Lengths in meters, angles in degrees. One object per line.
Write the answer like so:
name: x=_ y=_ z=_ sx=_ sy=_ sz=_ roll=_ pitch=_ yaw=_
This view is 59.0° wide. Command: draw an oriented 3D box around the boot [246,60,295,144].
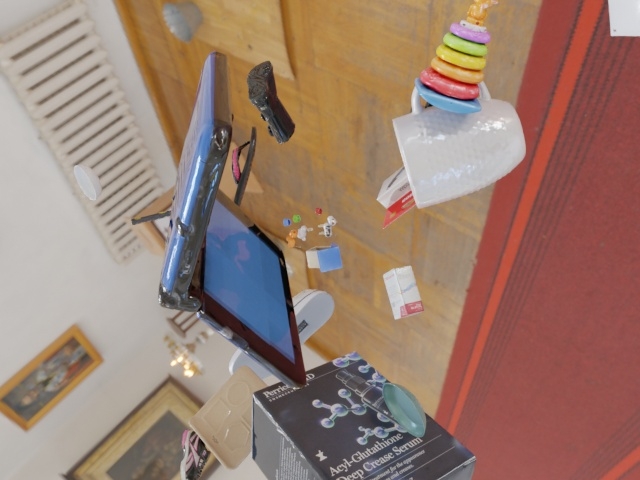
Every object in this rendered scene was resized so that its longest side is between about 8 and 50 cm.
boot: x=-0.165 y=-0.469 z=1.935 sx=0.094 sy=0.246 sz=0.207 roll=-19 pitch=134 yaw=16

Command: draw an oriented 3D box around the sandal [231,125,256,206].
sandal: x=-0.153 y=-0.133 z=1.064 sx=0.040 sy=0.179 sz=0.067 roll=15 pitch=176 yaw=-4

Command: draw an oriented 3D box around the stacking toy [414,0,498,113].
stacking toy: x=0.366 y=-0.492 z=1.432 sx=0.175 sy=0.165 sz=0.301 roll=14 pitch=121 yaw=-4

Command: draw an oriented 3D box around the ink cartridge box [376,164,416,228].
ink cartridge box: x=0.333 y=-0.212 z=2.125 sx=0.066 sy=0.261 sz=0.296 roll=40 pitch=130 yaw=-14

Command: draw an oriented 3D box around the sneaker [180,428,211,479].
sneaker: x=-0.347 y=0.617 z=1.590 sx=0.072 sy=0.077 sz=0.178 roll=78 pitch=-177 yaw=-60

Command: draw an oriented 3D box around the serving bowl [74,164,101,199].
serving bowl: x=-0.507 y=-0.131 z=1.246 sx=0.083 sy=0.027 sz=0.083 roll=30 pitch=138 yaw=31

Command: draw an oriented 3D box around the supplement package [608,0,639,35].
supplement package: x=0.666 y=-0.473 z=1.091 sx=0.105 sy=0.179 sz=0.105 roll=-131 pitch=20 yaw=-62

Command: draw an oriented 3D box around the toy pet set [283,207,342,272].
toy pet set: x=0.000 y=0.000 z=1.065 sx=0.065 sy=0.122 sz=0.114 roll=-2 pitch=104 yaw=35

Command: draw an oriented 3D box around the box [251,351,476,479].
box: x=0.073 y=0.466 z=1.212 sx=0.395 sy=0.294 sz=0.212 roll=34 pitch=129 yaw=45

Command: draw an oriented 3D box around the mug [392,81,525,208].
mug: x=0.389 y=-0.312 z=1.626 sx=0.276 sy=0.328 sz=0.374 roll=-80 pitch=-27 yaw=-71

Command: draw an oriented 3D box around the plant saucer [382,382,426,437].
plant saucer: x=0.167 y=0.324 z=1.097 sx=0.119 sy=0.021 sz=0.119 roll=43 pitch=150 yaw=33

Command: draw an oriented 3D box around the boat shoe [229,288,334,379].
boat shoe: x=-0.136 y=0.264 z=1.678 sx=0.156 sy=0.367 sz=0.136 roll=13 pitch=140 yaw=58

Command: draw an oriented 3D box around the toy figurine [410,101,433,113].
toy figurine: x=0.418 y=-0.458 z=2.024 sx=0.209 sy=0.148 sz=0.213 roll=83 pitch=174 yaw=-68

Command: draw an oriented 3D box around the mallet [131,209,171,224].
mallet: x=-0.321 y=-0.059 z=1.254 sx=0.062 sy=0.190 sz=0.039 roll=-134 pitch=30 yaw=-54

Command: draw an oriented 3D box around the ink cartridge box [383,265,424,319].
ink cartridge box: x=0.304 y=0.192 z=2.080 sx=0.127 sy=0.072 sz=0.175 roll=132 pitch=125 yaw=-70

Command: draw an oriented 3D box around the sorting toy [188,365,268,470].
sorting toy: x=-0.208 y=0.450 z=1.447 sx=0.193 sy=0.208 sz=0.038 roll=35 pitch=161 yaw=36

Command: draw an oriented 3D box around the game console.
game console: x=-0.072 y=-0.034 z=0.617 sx=0.293 sy=0.173 sz=0.250 roll=-108 pitch=35 yaw=-58
